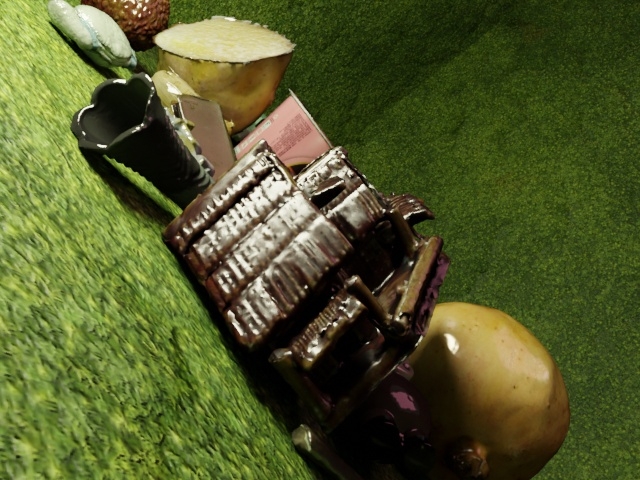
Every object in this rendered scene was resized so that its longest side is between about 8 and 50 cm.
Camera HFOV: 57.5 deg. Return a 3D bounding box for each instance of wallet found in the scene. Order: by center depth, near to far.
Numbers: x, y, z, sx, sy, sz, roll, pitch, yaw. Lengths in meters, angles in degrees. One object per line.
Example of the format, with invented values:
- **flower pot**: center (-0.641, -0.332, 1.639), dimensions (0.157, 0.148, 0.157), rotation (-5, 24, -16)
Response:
- **wallet**: center (-0.203, -0.172, 1.060), dimensions (0.110, 0.031, 0.198), rotation (1, 64, -47)

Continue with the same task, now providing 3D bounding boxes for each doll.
- **doll**: center (0.073, 0.215, 0.808), dimensions (0.182, 0.117, 0.257), rotation (35, 12, -14)
- **doll**: center (-0.380, -0.349, 1.007), dimensions (0.103, 0.071, 0.214), rotation (51, 8, 11)

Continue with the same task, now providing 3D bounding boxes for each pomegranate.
- **pomegranate**: center (0.249, 0.280, 1.002), dimensions (0.338, 0.338, 0.338), rotation (51, 4, -5)

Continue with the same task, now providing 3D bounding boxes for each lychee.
- **lychee**: center (-0.412, -0.500, 1.250), dimensions (0.194, 0.194, 0.194), rotation (51, 4, -5)

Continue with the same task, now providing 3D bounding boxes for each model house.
- **model house**: center (0.000, 0.000, 0.717), dimensions (0.282, 0.317, 0.297), rotation (51, -12, -11)

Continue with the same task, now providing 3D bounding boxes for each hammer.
- **hammer**: center (0.061, 0.293, 0.664), dimensions (0.297, 0.027, 0.125), rotation (48, 6, -33)

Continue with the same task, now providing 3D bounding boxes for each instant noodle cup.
- **instant noodle cup**: center (-0.096, -0.175, 1.329), dimensions (0.244, 0.255, 0.244), rotation (52, 5, -6)

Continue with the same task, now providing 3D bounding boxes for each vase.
- **vase**: center (-0.191, -0.092, 0.745), dimensions (0.115, 0.115, 0.237), rotation (55, 1, 35)

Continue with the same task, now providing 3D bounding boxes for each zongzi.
- **zongzi**: center (-0.276, -0.232, 1.123), dimensions (0.194, 0.099, 0.197), rotation (42, 26, -7)

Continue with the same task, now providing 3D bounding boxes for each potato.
- **potato**: center (-0.223, -0.345, 1.316), dimensions (0.289, 0.301, 0.237), rotation (31, -48, 27)

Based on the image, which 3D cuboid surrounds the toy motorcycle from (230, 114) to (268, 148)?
- **toy motorcycle**: center (-0.234, -0.327, 1.758), dimensions (0.125, 0.196, 0.331), rotation (52, 17, 5)

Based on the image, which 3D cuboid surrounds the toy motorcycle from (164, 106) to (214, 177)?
- **toy motorcycle**: center (-0.219, -0.132, 0.906), dimensions (0.152, 0.073, 0.225), rotation (48, 9, -29)
